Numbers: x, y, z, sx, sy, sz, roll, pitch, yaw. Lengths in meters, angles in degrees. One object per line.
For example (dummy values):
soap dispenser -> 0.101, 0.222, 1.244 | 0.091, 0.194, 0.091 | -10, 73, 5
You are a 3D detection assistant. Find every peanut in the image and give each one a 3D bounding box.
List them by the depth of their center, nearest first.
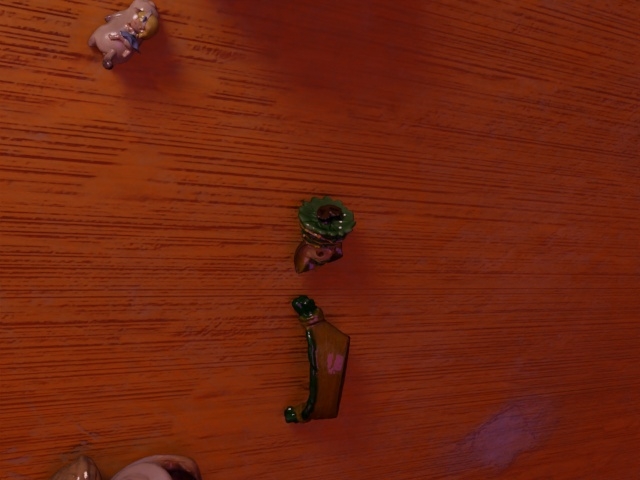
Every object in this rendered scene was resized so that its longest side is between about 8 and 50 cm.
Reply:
peanut -> -0.343, 0.360, 0.958 | 0.080, 0.080, 0.174 | 26, 102, -38

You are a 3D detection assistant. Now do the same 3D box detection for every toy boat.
toy boat -> -0.007, 0.183, 1.066 | 0.088, 0.089, 0.229 | 11, 117, 8

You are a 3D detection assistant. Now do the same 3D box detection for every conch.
conch -> -0.242, 0.386, 1.021 | 0.127, 0.158, 0.255 | 11, 140, 10

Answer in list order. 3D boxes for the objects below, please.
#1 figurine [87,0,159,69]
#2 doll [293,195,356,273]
figurine -> -0.193, -0.208, 0.743 | 0.083, 0.050, 0.047 | -47, 135, 1
doll -> -0.005, -0.010, 0.973 | 0.078, 0.076, 0.113 | -20, 158, -29
